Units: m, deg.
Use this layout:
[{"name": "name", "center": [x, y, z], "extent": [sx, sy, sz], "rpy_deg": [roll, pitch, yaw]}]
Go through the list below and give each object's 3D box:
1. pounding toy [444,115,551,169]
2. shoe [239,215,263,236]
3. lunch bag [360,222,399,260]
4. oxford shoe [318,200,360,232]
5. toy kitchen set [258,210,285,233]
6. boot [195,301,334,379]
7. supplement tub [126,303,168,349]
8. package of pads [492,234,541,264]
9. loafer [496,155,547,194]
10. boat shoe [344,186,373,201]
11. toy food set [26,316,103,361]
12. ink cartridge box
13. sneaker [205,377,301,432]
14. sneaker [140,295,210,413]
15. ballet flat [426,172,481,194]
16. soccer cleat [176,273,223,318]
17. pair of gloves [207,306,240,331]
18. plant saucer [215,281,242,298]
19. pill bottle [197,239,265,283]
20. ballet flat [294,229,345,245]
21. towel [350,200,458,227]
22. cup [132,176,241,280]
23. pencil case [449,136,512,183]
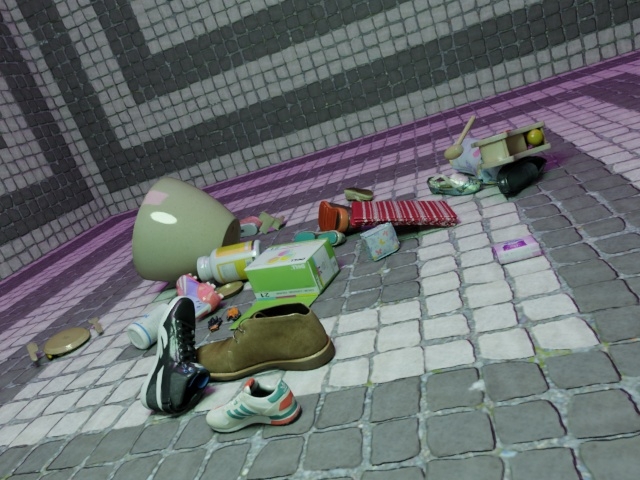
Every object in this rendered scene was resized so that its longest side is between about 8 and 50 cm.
[{"name": "pounding toy", "center": [0.479, -0.280, 1.329], "extent": [0.269, 0.155, 0.154], "rpy_deg": [-18, 5, -12]}, {"name": "shoe", "center": [-0.304, -0.047, 1.887], "extent": [0.178, 0.063, 0.081], "rpy_deg": [-7, 20, 22]}, {"name": "lunch bag", "center": [0.151, 0.002, 1.235], "extent": [0.083, 0.071, 0.053], "rpy_deg": [-26, 15, -12]}, {"name": "oxford shoe", "center": [0.060, -0.069, 1.551], "extent": [0.098, 0.097, 0.271], "rpy_deg": [1, 12, -18]}, {"name": "toy kitchen set", "center": [-0.186, -0.067, 1.812], "extent": [0.068, 0.083, 0.075], "rpy_deg": [-58, 5, 21]}, {"name": "boot", "center": [-0.130, 0.184, 0.931], "extent": [0.305, 0.115, 0.112], "rpy_deg": [-15, 23, 23]}, {"name": "supplement tub", "center": [-0.413, 0.211, 1.221], "extent": [0.071, 0.071, 0.107], "rpy_deg": [-6, 23, 37]}, {"name": "package of pads", "center": [0.392, 0.019, 0.991], "extent": [0.083, 0.032, 0.050], "rpy_deg": [-16, 17, 12]}, {"name": "loafer", "center": [0.549, -0.185, 1.351], "extent": [0.078, 0.076, 0.223], "rpy_deg": [-12, 14, 47]}, {"name": "boat shoe", "center": [0.138, -0.158, 1.781], "extent": [0.056, 0.048, 0.153], "rpy_deg": [-16, 20, -32]}, {"name": "toy food set", "center": [-0.705, 0.286, 1.383], "extent": [0.192, 0.038, 0.132], "rpy_deg": [-24, 24, -28]}, {"name": "ink cartridge box", "center": [-0.094, 0.098, 1.171], "extent": [0.189, 0.097, 0.255], "rpy_deg": [-9, 20, 30]}, {"name": "sneaker", "center": [-0.114, 0.250, 0.776], "extent": [0.161, 0.075, 0.057], "rpy_deg": [-13, 19, 20]}, {"name": "sneaker", "center": [-0.245, 0.211, 0.919], "extent": [0.121, 0.079, 0.217], "rpy_deg": [-3, 66, 32]}, {"name": "ballet flat", "center": [0.393, -0.173, 1.496], "extent": [0.070, 0.070, 0.188], "rpy_deg": [-31, 19, -31]}, {"name": "soccer cleat", "center": [-0.348, 0.150, 1.328], "extent": [0.095, 0.083, 0.248], "rpy_deg": [-43, 26, -26]}, {"name": "pair of gloves", "center": [-0.232, 0.189, 1.190], "extent": [0.083, 0.010, 0.074], "rpy_deg": [-26, 18, -12]}, {"name": "plant saucer", "center": [-0.249, 0.138, 1.350], "extent": [0.083, 0.015, 0.083], "rpy_deg": [-18, 17, 6]}, {"name": "pill bottle", "center": [-0.247, 0.064, 1.398], "extent": [0.184, 0.103, 0.103], "rpy_deg": [-12, 19, 7]}, {"name": "ballet flat", "center": [0.000, 0.000, 1.458], "extent": [0.168, 0.057, 0.052], "rpy_deg": [0, -2, 39]}, {"name": "towel", "center": [0.217, -0.075, 1.349], "extent": [0.275, 0.031, 0.199], "rpy_deg": [-1, 18, 3]}, {"name": "cup", "center": [-0.387, -0.013, 1.539], "extent": [0.237, 0.331, 0.331], "rpy_deg": [12, 25, 8]}, {"name": "pencil case", "center": [0.498, -0.253, 1.551], "extent": [0.113, 0.124, 0.273], "rpy_deg": [23, 14, -12]}]
